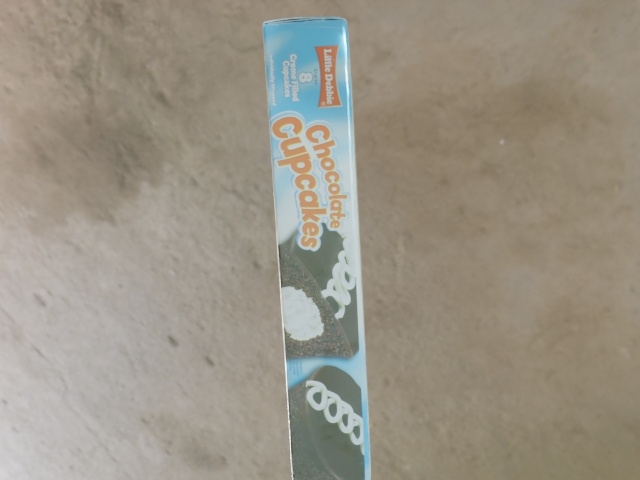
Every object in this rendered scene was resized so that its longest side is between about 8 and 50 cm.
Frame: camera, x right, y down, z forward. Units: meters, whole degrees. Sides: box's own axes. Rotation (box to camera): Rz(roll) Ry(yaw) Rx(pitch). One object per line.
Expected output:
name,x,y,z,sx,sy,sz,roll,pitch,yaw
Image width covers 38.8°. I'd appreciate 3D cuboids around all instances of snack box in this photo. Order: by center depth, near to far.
snack box,0.000,0.000,0.685,0.060,0.187,0.322,-3,101,1
